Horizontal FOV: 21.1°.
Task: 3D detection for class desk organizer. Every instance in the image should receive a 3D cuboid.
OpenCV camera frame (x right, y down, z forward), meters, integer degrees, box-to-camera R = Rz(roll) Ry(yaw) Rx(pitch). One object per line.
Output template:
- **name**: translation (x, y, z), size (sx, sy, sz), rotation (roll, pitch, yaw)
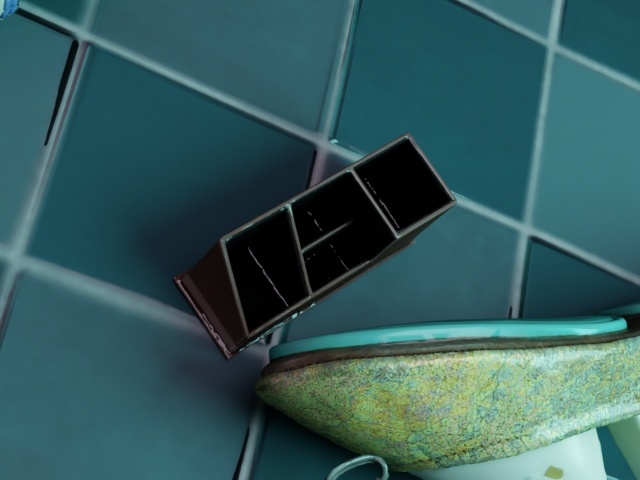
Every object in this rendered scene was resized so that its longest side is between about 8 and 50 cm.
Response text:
- **desk organizer**: translation (0.000, 0.000, 0.817), size (0.130, 0.050, 0.047), rotation (-31, 84, -35)

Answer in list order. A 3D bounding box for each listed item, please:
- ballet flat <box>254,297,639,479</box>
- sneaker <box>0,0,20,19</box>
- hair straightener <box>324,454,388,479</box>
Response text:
- **ballet flat**: translation (0.136, 0.078, 0.822), size (0.348, 0.123, 0.123), rotation (-8, 71, -31)
- **sneaker**: translation (-0.196, -0.151, 0.785), size (0.058, 0.052, 0.135), rotation (-36, 86, -32)
- **hair straightener**: translation (0.016, 0.196, 0.699), size (0.047, 0.089, 0.230), rotation (3, 68, 1)
